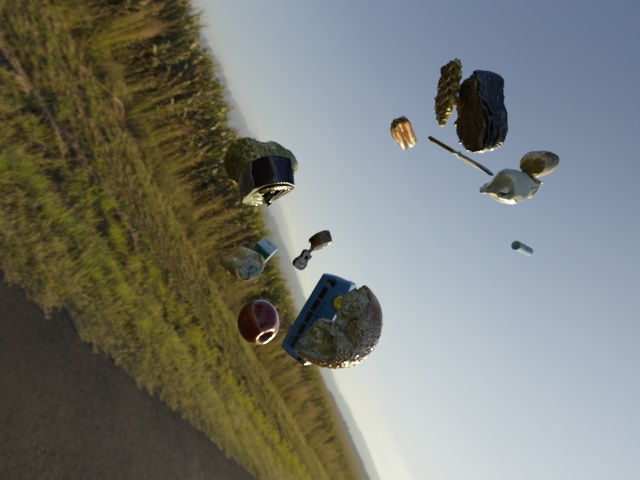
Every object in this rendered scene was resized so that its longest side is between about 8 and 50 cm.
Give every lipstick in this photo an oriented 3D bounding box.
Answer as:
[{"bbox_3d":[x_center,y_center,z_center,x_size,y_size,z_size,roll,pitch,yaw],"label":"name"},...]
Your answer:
[{"bbox_3d":[0.976,0.039,2.130,0.157,0.048,0.048,16,35,-43],"label":"lipstick"}]

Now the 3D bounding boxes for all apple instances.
[{"bbox_3d":[-0.322,0.423,2.290,0.201,0.218,0.218,50,-18,38],"label":"apple"}]

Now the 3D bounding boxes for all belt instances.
[{"bbox_3d":[-0.218,-0.221,1.759,0.289,0.184,0.164,-23,-105,57],"label":"belt"}]

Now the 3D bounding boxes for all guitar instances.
[{"bbox_3d":[-0.056,0.054,2.297,0.088,0.233,0.025,35,2,-45],"label":"guitar"}]

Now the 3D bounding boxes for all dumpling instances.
[{"bbox_3d":[0.786,-0.232,1.870,0.193,0.257,0.147,32,-47,57],"label":"dumpling"}]

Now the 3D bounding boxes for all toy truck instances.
[{"bbox_3d":[0.003,0.316,1.810,0.162,0.385,0.161,30,-1,19],"label":"toy truck"}]

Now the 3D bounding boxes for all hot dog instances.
[{"bbox_3d":[0.431,-0.554,2.298,0.072,0.115,0.269,64,10,27],"label":"hot dog"}]

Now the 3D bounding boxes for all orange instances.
[{"bbox_3d":[-0.295,-0.351,2.159,0.211,0.367,0.271,-90,-173,-50],"label":"orange"}]

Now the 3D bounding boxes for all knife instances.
[{"bbox_3d":[0.612,-0.373,1.930,0.343,0.027,0.061,41,5,32],"label":"knife"}]

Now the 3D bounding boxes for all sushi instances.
[{"bbox_3d":[0.700,-0.562,1.933,0.211,0.170,0.351,-146,-129,-76],"label":"sushi"}]

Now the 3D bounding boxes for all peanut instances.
[{"bbox_3d":[0.946,-0.334,1.920,0.159,0.140,0.109,-153,-130,-67],"label":"peanut"}]

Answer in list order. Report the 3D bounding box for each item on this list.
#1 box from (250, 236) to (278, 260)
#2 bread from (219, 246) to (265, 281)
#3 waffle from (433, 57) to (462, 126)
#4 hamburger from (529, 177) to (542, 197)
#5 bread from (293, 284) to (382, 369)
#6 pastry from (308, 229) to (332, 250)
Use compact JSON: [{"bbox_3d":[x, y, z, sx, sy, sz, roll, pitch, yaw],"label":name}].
[{"bbox_3d":[-0.308,0.077,2.206,0.092,0.153,0.245,43,7,-2],"label":"box"},{"bbox_3d":[-0.272,0.079,1.525,0.177,0.119,0.084,23,-47,45],"label":"bread"},{"bbox_3d":[0.579,-0.692,2.018,0.312,0.060,0.308,-85,-178,-47],"label":"waffle"},{"bbox_3d":[0.907,-0.239,1.979,0.087,0.175,0.102,118,-17,-76],"label":"hamburger"},{"bbox_3d":[0.082,0.314,1.410,0.192,0.314,0.171,58,-7,-23],"label":"bread"},{"bbox_3d":[0.000,0.000,1.750,0.097,0.109,0.057,-37,-110,46],"label":"pastry"}]
